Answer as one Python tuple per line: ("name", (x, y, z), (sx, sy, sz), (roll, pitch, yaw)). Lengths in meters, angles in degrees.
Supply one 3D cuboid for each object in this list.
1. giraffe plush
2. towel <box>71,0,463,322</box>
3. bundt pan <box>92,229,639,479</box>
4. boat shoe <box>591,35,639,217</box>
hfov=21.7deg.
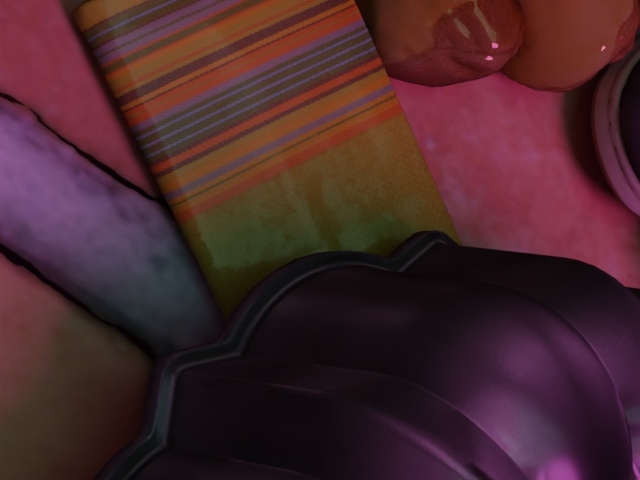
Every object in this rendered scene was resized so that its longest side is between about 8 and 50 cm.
("giraffe plush", (0.093, -0.169, 0.612), (0.181, 0.170, 0.210), (-39, 101, -27))
("towel", (0.000, 0.000, 0.628), (0.102, 0.021, 0.237), (-27, 97, -23))
("bundt pan", (0.076, 0.156, 0.556), (0.331, 0.124, 0.330), (4, 83, -36))
("boat shoe", (0.247, -0.072, 0.725), (0.285, 0.092, 0.102), (-11, 88, -29))
